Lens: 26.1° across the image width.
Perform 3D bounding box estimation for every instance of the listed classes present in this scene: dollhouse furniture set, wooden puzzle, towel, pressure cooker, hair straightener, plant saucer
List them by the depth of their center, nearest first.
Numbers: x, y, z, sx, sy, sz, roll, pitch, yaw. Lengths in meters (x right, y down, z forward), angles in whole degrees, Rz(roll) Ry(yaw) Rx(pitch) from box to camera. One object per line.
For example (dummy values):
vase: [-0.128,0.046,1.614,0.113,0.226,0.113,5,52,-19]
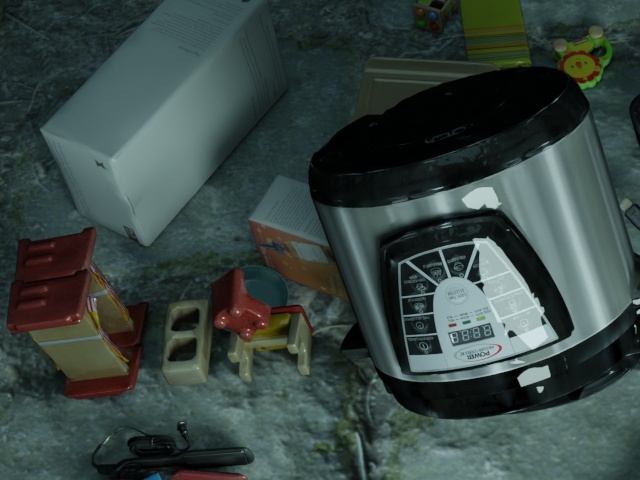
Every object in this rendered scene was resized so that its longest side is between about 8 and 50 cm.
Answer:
pressure cooker: [0.215,0.029,1.737,0.376,0.420,0.370,-27,20,-22]
hair straightener: [-0.199,0.288,1.852,0.230,0.047,0.089,-2,52,15]
dollhouse furniture set: [-0.213,0.089,1.885,0.374,0.201,0.152,-8,52,13]
plant saucer: [-0.103,0.090,1.994,0.119,0.021,0.119,-5,52,7]
wooden puzzle: [0.162,-0.177,2.131,0.221,0.044,0.238,4,58,9]
towel: [0.283,-0.365,2.271,0.102,0.021,0.237,-4,51,2]

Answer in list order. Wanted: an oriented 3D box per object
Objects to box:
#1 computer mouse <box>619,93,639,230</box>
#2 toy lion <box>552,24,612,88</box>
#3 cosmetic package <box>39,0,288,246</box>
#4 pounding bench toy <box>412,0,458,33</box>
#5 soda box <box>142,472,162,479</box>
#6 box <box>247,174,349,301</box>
computer mouse: [0.497,-0.091,1.991,0.184,0.060,0.262,-24,63,-12]
toy lion: [0.416,-0.283,2.174,0.100,0.034,0.096,-21,59,-6]
cosmetic package: [-0.230,-0.206,2.129,0.156,0.217,0.385,26,60,27]
pounding bench toy: [0.175,-0.387,2.286,0.083,0.052,0.065,21,60,25]
soda box: [-0.190,0.403,1.737,0.067,0.071,0.210,-26,52,-8]
box: [0.000,0.000,1.973,0.170,0.130,0.091,19,59,25]
